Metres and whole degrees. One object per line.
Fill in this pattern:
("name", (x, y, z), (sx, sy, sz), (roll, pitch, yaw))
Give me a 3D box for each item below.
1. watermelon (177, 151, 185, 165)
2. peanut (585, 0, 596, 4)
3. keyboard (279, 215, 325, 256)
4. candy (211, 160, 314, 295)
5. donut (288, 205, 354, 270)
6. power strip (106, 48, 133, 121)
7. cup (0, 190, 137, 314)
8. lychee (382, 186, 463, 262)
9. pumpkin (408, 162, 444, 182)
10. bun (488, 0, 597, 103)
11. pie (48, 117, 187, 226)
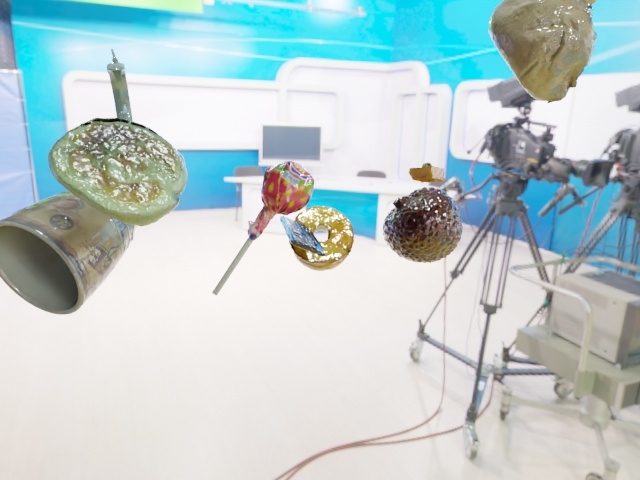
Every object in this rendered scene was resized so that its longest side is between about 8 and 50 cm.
("watermelon", (-0.467, -0.235, 1.437), (0.105, 0.133, 0.105), (-9, 56, 13))
("peanut", (0.624, -0.696, 1.248), (0.263, 0.117, 0.101), (17, 6, -17))
("keyboard", (-0.044, -0.014, 1.099), (0.087, 0.017, 0.250), (22, 9, -15))
("candy", (-0.145, -0.022, 1.111), (0.124, 0.365, 0.124), (33, 7, -4))
("donut", (0.001, 0.000, 1.276), (0.174, 0.074, 0.190), (-6, 54, -6))
("power strip", (-0.539, -0.400, 1.293), (0.044, 0.216, 0.137), (-9, 30, -18))
("cup", (-0.555, 0.017, 1.067), (0.301, 0.227, 0.257), (-32, 14, 33))
("lychee", (0.330, -0.043, 1.532), (0.260, 0.260, 0.260), (2, 16, -1))
("pumpkin", (0.293, -0.188, 1.326), (0.074, 0.054, 0.083), (3, 2, 41))
("bun", (0.548, -0.499, 1.162), (0.205, 0.281, 0.281), (-37, -7, 32))
("pie", (-0.358, -0.129, 0.862), (0.240, 0.054, 0.240), (17, 48, -20))
